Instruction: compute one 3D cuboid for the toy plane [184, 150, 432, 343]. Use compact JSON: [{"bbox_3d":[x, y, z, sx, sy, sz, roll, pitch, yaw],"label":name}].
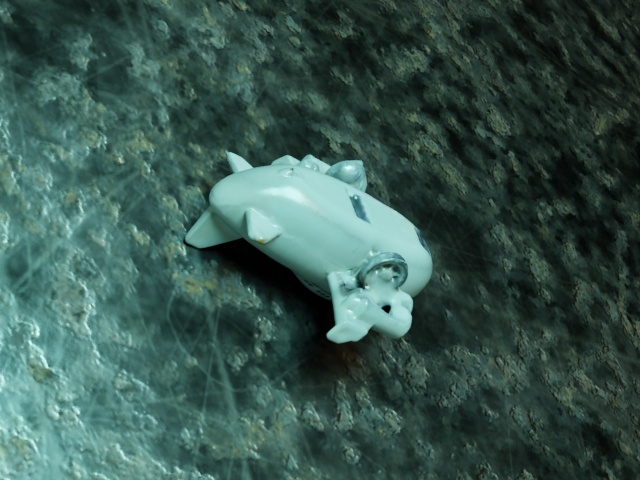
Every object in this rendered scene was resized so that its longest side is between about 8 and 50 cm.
[{"bbox_3d":[0.000,0.000,1.089,0.245,0.117,0.244,33,25,-18],"label":"toy plane"}]
